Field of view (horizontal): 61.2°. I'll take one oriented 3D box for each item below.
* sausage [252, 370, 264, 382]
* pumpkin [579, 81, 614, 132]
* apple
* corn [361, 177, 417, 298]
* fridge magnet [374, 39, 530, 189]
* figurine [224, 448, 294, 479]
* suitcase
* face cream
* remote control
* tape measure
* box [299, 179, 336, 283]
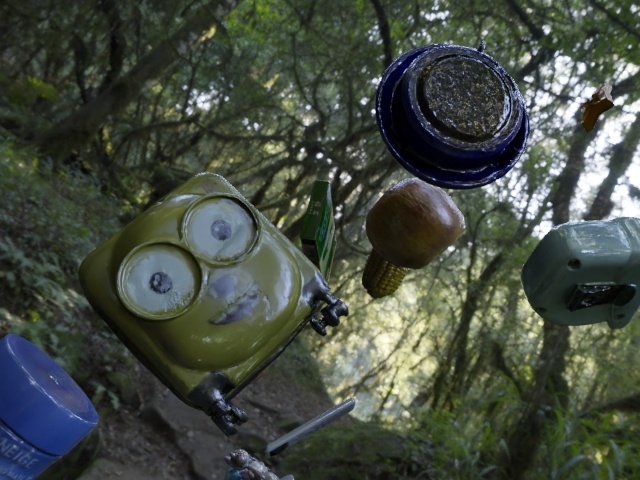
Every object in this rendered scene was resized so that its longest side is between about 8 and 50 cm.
[{"bbox_3d":[-0.162,0.060,0.801,0.093,0.093,0.312,63,8,-63],"label":"sausage"},{"bbox_3d":[0.535,-0.266,1.061,0.035,0.101,0.073,26,-48,-3],"label":"pumpkin"},{"bbox_3d":[0.211,-0.036,1.235,0.188,0.211,0.211,47,-12,12],"label":"apple"},{"bbox_3d":[0.217,-0.001,1.495,0.121,0.363,0.120,23,14,-6],"label":"corn"},{"bbox_3d":[0.220,-0.211,0.891,0.266,0.265,0.112,32,-18,2],"label":"fridge magnet"},{"bbox_3d":[-0.146,0.549,1.222,0.205,0.102,0.260,39,-26,-27],"label":"figurine"},{"bbox_3d":[-0.113,0.055,0.566,0.235,0.194,0.143,44,-22,6],"label":"suitcase"},{"bbox_3d":[-0.592,0.340,1.021,0.249,0.225,0.249,42,-15,14],"label":"face cream"},{"bbox_3d":[-0.023,0.478,1.375,0.029,0.261,0.067,55,-21,30],"label":"remote control"},{"bbox_3d":[0.520,0.076,1.038,0.247,0.125,0.243,-4,-43,-1],"label":"tape measure"},{"bbox_3d":[0.000,0.000,1.083,0.034,0.132,0.235,8,-30,10],"label":"box"}]
